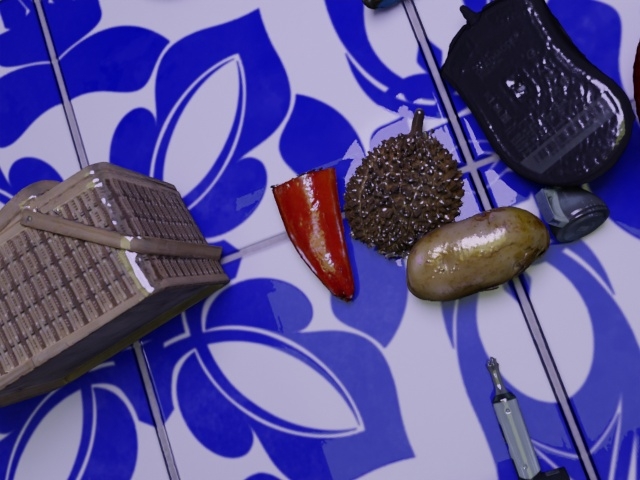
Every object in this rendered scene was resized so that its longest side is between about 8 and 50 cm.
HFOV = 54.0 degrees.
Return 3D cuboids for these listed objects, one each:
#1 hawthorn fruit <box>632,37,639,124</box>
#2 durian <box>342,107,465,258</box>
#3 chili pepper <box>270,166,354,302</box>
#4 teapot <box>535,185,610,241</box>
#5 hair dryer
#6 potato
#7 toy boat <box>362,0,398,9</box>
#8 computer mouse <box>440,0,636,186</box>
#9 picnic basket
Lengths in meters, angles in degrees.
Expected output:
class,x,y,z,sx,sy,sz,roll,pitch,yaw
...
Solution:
class,x,y,z,sx,sy,sz,roll,pitch,yaw
hawthorn fruit,0.435,-0.171,0.564,0.284,0.369,0.285,-6,78,30
durian,0.100,-0.070,0.755,0.148,0.091,0.189,14,86,13
chili pepper,0.004,-0.002,0.788,0.088,0.065,0.169,-22,86,25
teapot,0.283,-0.036,0.723,0.066,0.088,0.057,-54,47,42
hair dryer,0.222,0.233,0.729,0.100,0.057,0.198,-17,73,10
potato,0.179,0.018,0.723,0.170,0.107,0.080,-16,47,7
toy boat,0.111,-0.366,0.785,0.075,0.077,0.185,38,93,12
computer mouse,0.248,-0.178,0.735,0.147,0.088,0.264,-39,74,28
picnic basket,-0.296,0.049,0.761,0.312,0.228,0.175,-31,82,9
